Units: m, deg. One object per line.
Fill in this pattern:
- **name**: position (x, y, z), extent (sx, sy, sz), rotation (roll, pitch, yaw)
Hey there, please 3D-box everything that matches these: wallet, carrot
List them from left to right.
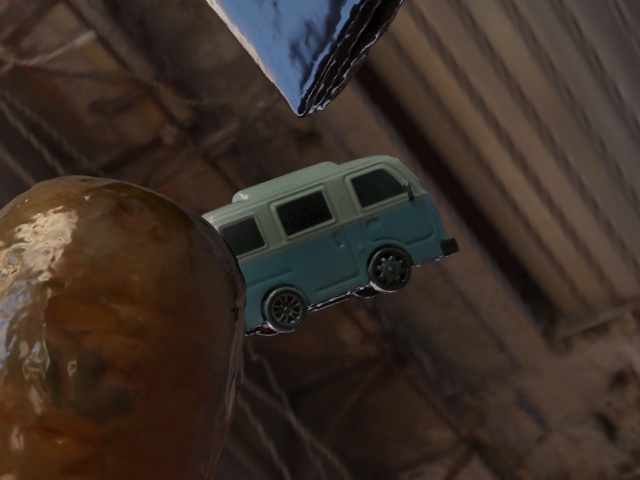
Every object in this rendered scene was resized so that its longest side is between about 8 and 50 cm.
- **carrot**: position (-0.179, 0.131, 0.975), extent (0.224, 0.224, 0.340), rotation (41, -121, -47)
- **wallet**: position (-0.082, -0.315, 1.122), extent (0.062, 0.228, 0.406), rotation (-25, -109, -36)

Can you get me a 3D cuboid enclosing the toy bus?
- **toy bus**: position (0.000, 0.000, 1.538), extent (0.133, 0.271, 0.164), rotation (156, 94, -75)
